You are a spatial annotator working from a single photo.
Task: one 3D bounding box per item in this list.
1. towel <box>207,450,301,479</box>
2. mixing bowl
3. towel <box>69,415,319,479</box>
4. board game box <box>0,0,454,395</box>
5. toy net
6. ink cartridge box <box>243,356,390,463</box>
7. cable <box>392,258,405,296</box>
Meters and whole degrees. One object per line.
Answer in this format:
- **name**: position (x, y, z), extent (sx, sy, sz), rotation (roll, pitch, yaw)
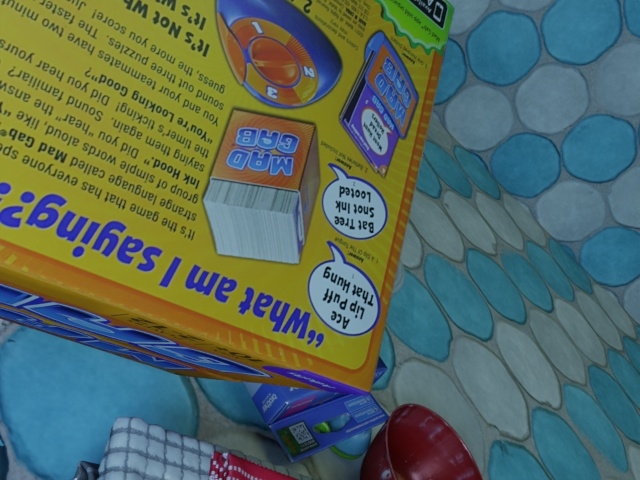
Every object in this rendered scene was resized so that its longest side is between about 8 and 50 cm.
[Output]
- **towel**: position (-0.012, 0.314, 0.506), extent (0.199, 0.031, 0.275), rotation (33, 34, -29)
- **mixing bowl**: position (0.116, 0.313, 0.842), extent (0.181, 0.098, 0.181), rotation (34, 32, -25)
- **towel**: position (-0.094, 0.310, 0.552), extent (0.284, 0.121, 0.235), rotation (30, 35, -32)
- **board game box**: position (-0.159, -0.095, 0.577), extent (0.356, 0.356, 0.356), rotation (27, 68, -33)
- **toy net**: position (-0.007, 0.184, 0.902), extent (0.122, 0.045, 0.232), rotation (7, 45, -33)
- **ink cartridge box**: position (-0.039, 0.116, 0.862), extent (0.186, 0.065, 0.311), rotation (-7, 55, -44)
- **cable**: position (0.000, 0.000, 0.896), extent (0.257, 0.089, 0.257), rotation (13, 38, -45)
